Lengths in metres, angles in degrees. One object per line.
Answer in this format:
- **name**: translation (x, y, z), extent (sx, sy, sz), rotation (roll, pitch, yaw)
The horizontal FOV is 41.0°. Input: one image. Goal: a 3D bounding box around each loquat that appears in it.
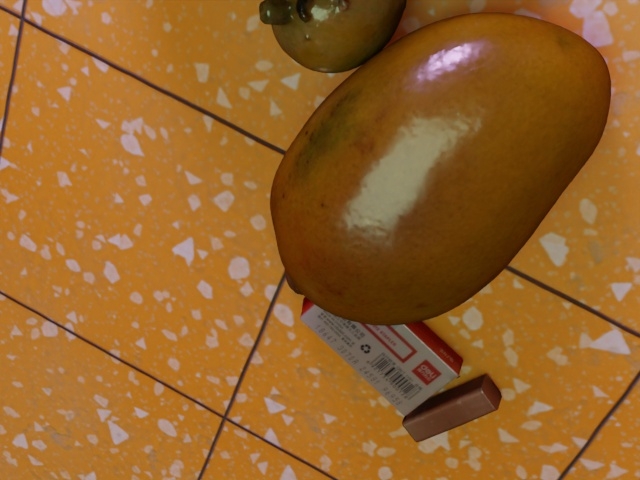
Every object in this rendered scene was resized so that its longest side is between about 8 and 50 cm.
- **loquat**: translation (0.013, -0.274, 0.977), extent (0.149, 0.204, 0.172), rotation (48, 136, 18)

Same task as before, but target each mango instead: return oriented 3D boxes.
- **mango**: translation (0.133, -0.081, 1.007), extent (0.300, 0.232, 0.445), rotation (45, 116, -12)

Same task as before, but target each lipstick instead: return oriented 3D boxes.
- **lipstick**: translation (0.191, 0.247, 1.253), extent (0.145, 0.045, 0.045), rotation (-31, 99, 32)

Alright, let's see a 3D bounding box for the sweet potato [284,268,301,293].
- **sweet potato**: translation (-0.003, 0.004, 1.196), extent (0.068, 0.068, 0.226), rotation (29, 121, 6)

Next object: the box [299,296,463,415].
- **box**: translation (0.084, 0.139, 1.238), extent (0.229, 0.050, 0.123), rotation (43, 121, -3)
